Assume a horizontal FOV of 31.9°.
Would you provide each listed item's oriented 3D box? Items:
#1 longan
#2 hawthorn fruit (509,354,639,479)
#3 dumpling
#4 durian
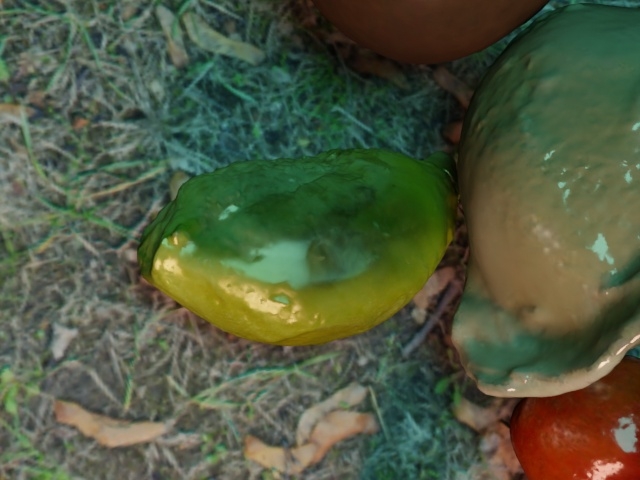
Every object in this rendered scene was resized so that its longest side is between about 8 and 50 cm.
[{"bbox_3d":[0.082,-0.240,0.779,0.248,0.248,0.248,4,76,-17],"label":"longan"},{"bbox_3d":[0.193,0.133,0.794,0.125,0.125,0.140,-40,93,-22],"label":"hawthorn fruit"},{"bbox_3d":[0.196,-0.051,0.778,0.212,0.270,0.320,0,81,9],"label":"dumpling"},{"bbox_3d":[0.000,0.000,0.773,0.250,0.101,0.139,-8,79,-21],"label":"durian"}]
